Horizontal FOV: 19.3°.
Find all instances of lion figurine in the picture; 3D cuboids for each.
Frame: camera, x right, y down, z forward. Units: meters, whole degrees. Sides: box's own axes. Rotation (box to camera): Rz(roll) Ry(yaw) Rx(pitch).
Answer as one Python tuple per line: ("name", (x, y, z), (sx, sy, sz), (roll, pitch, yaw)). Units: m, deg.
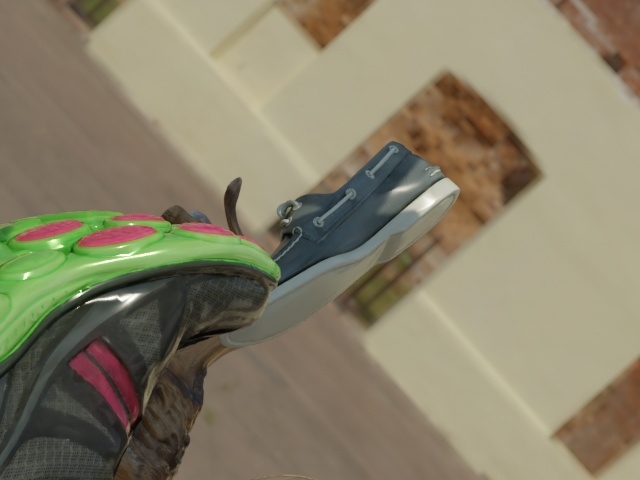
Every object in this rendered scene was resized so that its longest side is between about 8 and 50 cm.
("lion figurine", (-0.157, 0.107, 2.173), (0.240, 0.392, 0.142), (47, -29, 6))

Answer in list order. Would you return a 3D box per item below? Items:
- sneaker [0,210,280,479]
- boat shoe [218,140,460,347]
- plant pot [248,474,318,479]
("sneaker", (-0.207, 0.103, 1.358), (0.185, 0.202, 0.483), (8, 21, 35))
("boat shoe", (0.000, 0.000, 1.915), (0.099, 0.319, 0.116), (49, -31, 14))
("plant pot", (-0.041, 0.388, 2.083), (0.237, 0.237, 0.110), (47, 7, -10))
